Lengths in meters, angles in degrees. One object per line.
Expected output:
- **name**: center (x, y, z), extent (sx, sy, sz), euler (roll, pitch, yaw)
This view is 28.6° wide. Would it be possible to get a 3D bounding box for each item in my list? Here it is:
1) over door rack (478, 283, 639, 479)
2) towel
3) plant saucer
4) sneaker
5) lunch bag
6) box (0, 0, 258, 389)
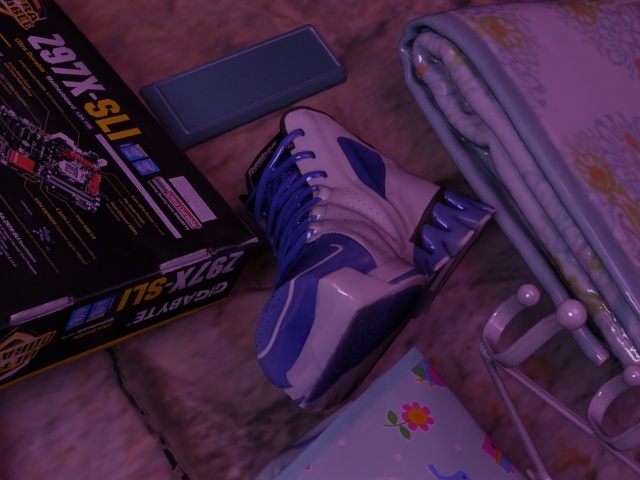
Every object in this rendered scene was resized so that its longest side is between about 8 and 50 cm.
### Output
- **over door rack**: center (0.226, 0.161, 0.840), extent (0.239, 0.108, 0.324), euler (37, 20, -8)
- **towel**: center (0.274, -0.065, 1.140), extent (0.321, 0.090, 0.374), euler (-12, 66, -42)
- **plant saucer**: center (-0.061, -0.139, 1.089), extent (0.192, 0.018, 0.067), euler (-27, 77, -35)
- **sneaker**: center (0.001, 0.000, 0.956), extent (0.182, 0.127, 0.315), euler (35, 26, 11)
- **lunch bag**: center (0.032, 0.239, 0.831), extent (0.223, 0.160, 0.262), euler (47, 48, 5)
- **box**: center (-0.238, -0.058, 0.860), extent (0.257, 0.079, 0.322), euler (-20, 61, -46)
